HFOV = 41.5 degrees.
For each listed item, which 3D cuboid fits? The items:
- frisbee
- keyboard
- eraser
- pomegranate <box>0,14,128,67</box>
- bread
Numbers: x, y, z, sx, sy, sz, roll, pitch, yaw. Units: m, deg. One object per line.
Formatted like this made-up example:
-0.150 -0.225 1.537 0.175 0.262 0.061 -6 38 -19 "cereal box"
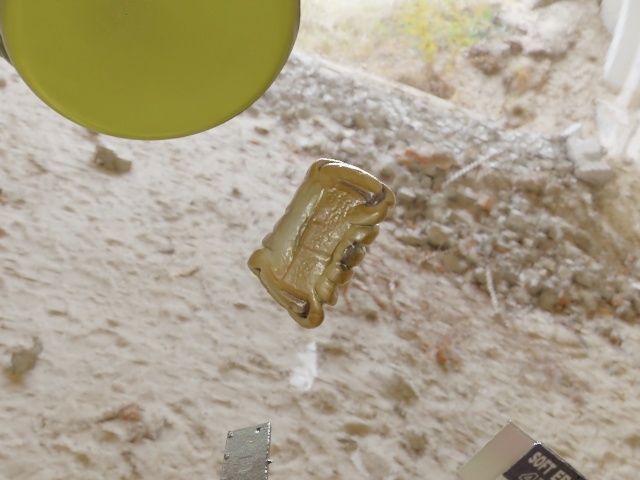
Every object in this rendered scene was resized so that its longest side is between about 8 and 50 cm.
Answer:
-0.129 -0.168 0.665 0.236 0.236 0.017 12 42 -29 "frisbee"
-0.140 0.442 1.636 0.106 0.027 0.317 -12 14 2 "keyboard"
0.325 0.383 1.194 0.287 0.130 0.086 33 -22 57 "eraser"
-0.234 -0.231 0.858 0.181 0.181 0.224 35 0 42 "pomegranate"
0.000 0.000 1.150 0.134 0.225 0.081 35 9 8 "bread"
